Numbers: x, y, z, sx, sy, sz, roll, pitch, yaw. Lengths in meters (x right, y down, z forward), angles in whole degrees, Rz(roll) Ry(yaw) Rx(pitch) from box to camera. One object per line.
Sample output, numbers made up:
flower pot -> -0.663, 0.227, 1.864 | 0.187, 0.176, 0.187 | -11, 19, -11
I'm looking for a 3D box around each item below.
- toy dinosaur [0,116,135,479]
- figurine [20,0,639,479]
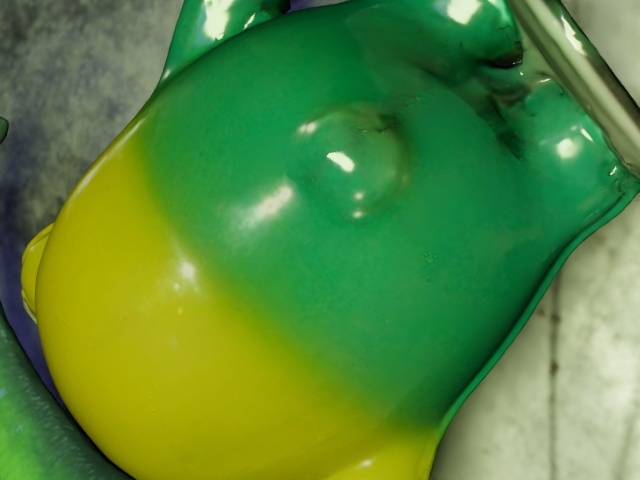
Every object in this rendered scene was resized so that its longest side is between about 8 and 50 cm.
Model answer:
toy dinosaur -> -0.081, 0.183, 0.725 | 0.375, 0.144, 0.499 | 5, 96, 21
figurine -> 0.000, 0.000, 0.640 | 0.340, 0.231, 0.323 | -38, 79, 15
